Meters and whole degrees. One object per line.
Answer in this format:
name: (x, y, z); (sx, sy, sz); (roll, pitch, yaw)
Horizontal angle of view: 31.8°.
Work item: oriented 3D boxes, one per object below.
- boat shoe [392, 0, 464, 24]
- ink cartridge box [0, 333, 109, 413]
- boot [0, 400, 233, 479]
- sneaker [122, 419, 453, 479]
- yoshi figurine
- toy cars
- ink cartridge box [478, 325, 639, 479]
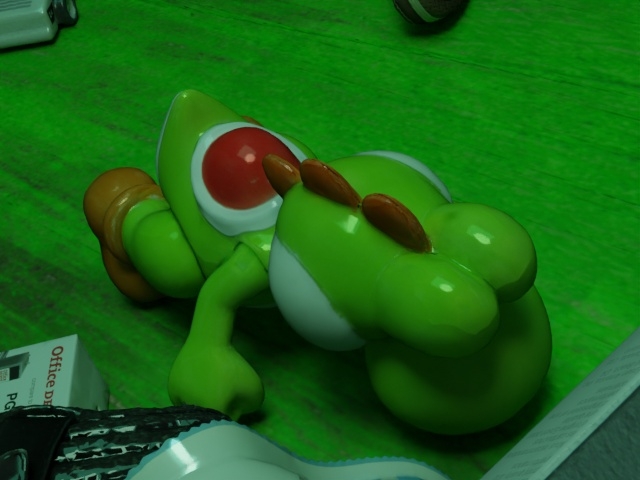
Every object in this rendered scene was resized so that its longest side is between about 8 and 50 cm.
boat shoe: (0.088, -0.281, 1.075); (0.095, 0.095, 0.257); (-23, 34, 32)
ink cartridge box: (-0.212, 0.124, 0.722); (0.135, 0.056, 0.099); (-14, 39, 5)
boot: (-0.179, 0.230, 0.535); (0.260, 0.131, 0.348); (10, 66, -3)
sneaker: (0.008, 0.151, 0.509); (0.087, 0.229, 0.092); (-46, 52, 19)
yoshi figurine: (0.006, 0.026, 0.711); (0.203, 0.203, 0.362); (7, 7, -36)
toy cars: (-0.388, -0.229, 1.173); (0.176, 0.087, 0.394); (25, 55, 39)
ink cartridge box: (0.157, 0.194, 0.364); (0.307, 0.072, 0.303); (-38, 86, -26)
